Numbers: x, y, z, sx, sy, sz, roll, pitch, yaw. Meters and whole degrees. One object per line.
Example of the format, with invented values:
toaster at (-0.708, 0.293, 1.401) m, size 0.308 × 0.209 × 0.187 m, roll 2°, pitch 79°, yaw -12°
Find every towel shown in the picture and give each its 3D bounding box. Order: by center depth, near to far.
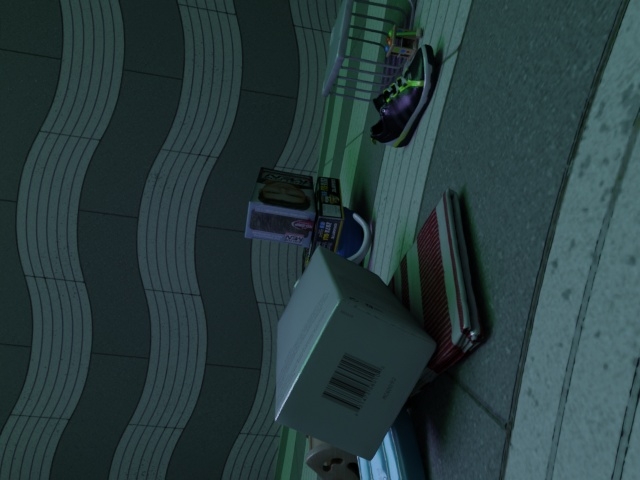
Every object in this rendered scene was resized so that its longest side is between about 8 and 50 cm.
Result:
towel at (0.159, 0.110, 0.701) m, size 0.328 × 0.038 × 0.236 m, roll 107°, pitch 169°, yaw -53°

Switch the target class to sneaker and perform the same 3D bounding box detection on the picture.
sneaker at (0.157, -0.279, 0.889) m, size 0.234 × 0.097 × 0.084 m, roll 105°, pitch 170°, yaw -49°

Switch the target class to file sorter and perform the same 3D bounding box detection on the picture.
file sorter at (0.118, -0.503, 1.159) m, size 0.278 × 0.173 × 0.192 m, roll 180°, pitch 99°, yaw -83°

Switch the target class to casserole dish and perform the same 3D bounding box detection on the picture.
casserole dish at (0.099, 0.340, 0.667) m, size 0.114 × 0.037 × 0.188 m, roll -41°, pitch 43°, yaw 37°

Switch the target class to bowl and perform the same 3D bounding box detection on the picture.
bowl at (0.058, 0.082, 1.427) m, size 0.391 × 0.077 × 0.390 m, roll -172°, pitch 90°, yaw -84°

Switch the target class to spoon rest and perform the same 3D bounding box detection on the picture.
spoon rest at (0.049, 0.063, 1.169) m, size 0.276 × 0.084 × 0.137 m, roll -56°, pitch -28°, yaw 1°

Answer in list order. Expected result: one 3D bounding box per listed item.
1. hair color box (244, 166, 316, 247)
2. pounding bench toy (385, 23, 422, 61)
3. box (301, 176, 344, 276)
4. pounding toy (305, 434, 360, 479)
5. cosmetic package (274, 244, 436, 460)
hair color box at (-0.117, -0.115, 1.367) m, size 0.374 × 0.186 × 0.113 m, roll -96°, pitch 16°, yaw -66°
pounding bench toy at (0.185, -0.452, 0.987) m, size 0.083 × 0.065 × 0.052 m, roll 135°, pitch 142°, yaw -79°
box at (0.000, 0.000, 1.360) m, size 0.257 × 0.080 × 0.321 m, roll -95°, pitch 14°, yaw -56°
pounding toy at (0.045, 0.427, 0.794) m, size 0.154 × 0.155 × 0.269 m, roll -96°, pitch 15°, yaw -66°
cosmetic package at (0.030, 0.152, 0.742) m, size 0.196 × 0.155 × 0.365 m, roll -63°, pitch 8°, yaw 8°
